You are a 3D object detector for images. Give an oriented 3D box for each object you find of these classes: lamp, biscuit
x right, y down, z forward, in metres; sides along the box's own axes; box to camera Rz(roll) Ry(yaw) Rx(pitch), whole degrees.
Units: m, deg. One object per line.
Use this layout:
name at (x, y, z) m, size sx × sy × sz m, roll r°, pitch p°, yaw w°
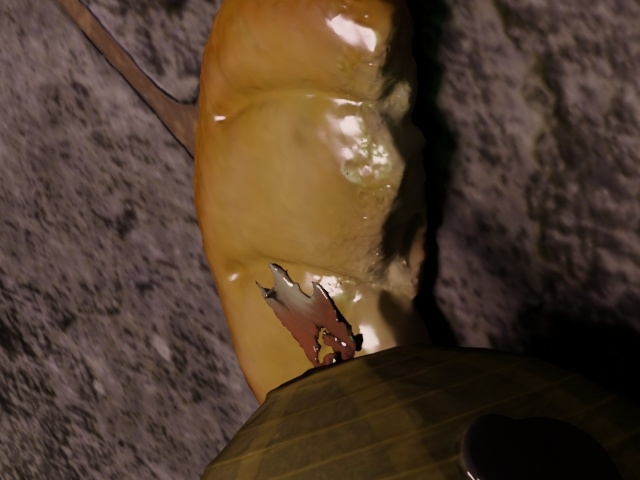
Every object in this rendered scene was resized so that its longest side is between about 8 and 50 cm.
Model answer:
lamp at (0.042, 0.137, 0.764) m, size 0.250 × 0.250 × 0.284 m, roll -34°, pitch 76°, yaw 59°
biscuit at (-0.003, -0.003, 0.864) m, size 0.154 × 0.045 × 0.299 m, roll 27°, pitch 139°, yaw 40°
